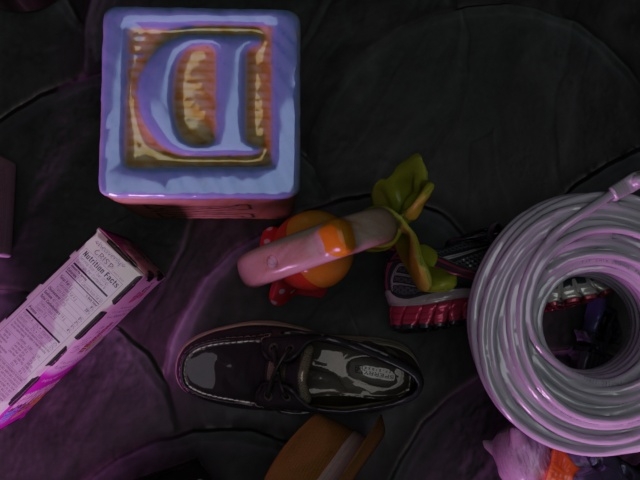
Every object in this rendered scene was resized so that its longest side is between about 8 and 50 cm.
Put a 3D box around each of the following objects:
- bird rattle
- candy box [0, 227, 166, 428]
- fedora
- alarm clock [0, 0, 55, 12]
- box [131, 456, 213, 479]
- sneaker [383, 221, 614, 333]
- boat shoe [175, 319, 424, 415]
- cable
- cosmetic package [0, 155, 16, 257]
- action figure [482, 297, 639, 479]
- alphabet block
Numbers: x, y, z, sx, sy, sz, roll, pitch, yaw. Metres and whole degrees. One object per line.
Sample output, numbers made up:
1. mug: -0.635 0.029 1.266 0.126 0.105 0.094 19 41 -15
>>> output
1. bird rattle: 0.000 0.000 0.761 0.253 0.207 0.143 -10 90 32
2. candy box: -0.280 0.095 0.786 0.233 0.159 0.071 -44 91 -6
3. fedora: -0.009 0.251 0.789 0.079 0.194 0.194 35 84 12
4. alarm clock: -0.372 -0.326 0.863 0.192 0.064 0.129 -43 90 -2
5. box: -0.119 0.373 0.680 0.322 0.257 0.079 48 110 21
6. sneaker: 0.221 0.031 0.844 0.299 0.121 0.112 -7 80 -6
7. boat shoe: -0.022 0.146 0.832 0.285 0.092 0.103 6 84 -4
8. cable: 0.269 0.080 0.737 0.257 0.089 0.257 -19 88 -3
9. cosmetic package: -0.388 -0.044 0.753 0.085 0.231 0.118 1 85 -4
10. action figure: 0.347 0.235 0.810 0.330 0.178 0.342 12 83 -6
11. alphabet block: -0.119 -0.125 0.794 0.193 0.197 0.193 2 85 -4
